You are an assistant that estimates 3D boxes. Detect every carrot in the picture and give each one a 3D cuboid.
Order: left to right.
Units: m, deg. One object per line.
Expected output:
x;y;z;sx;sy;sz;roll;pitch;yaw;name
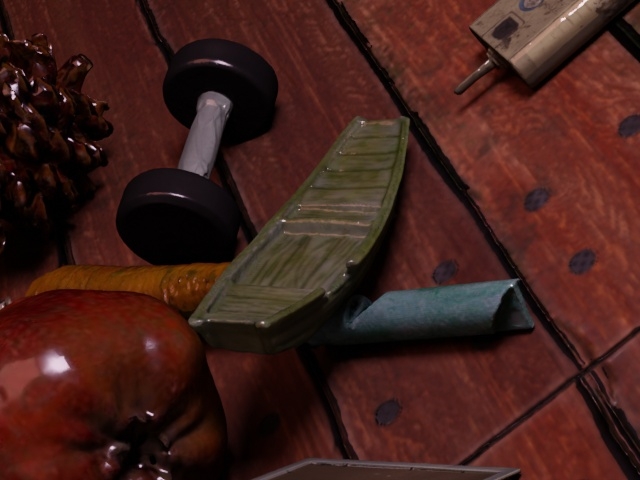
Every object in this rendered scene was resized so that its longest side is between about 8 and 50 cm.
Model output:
-0.117;0.043;1.324;0.314;0.066;0.066;-6;49;40;carrot

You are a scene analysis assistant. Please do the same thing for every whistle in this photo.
0.063;0.051;1.153;0.186;0.039;0.039;-7;49;42;whistle

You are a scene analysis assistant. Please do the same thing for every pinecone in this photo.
-0.293;-0.092;1.539;0.221;0.221;0.221;-27;38;23;pinecone

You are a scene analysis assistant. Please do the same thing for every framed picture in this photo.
0.012;0.160;1.037;0.183;0.011;0.142;-4;6;43;framed picture

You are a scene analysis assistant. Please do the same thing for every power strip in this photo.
0.205;-0.199;1.276;0.268;0.034;0.092;-41;35;4;power strip

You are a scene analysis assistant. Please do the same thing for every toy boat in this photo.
0.000;0.000;1.199;0.093;0.055;0.293;2;32;25;toy boat

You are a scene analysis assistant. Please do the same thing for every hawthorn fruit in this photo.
-0.195;0.124;1.187;0.248;0.208;0.208;13;63;42;hawthorn fruit

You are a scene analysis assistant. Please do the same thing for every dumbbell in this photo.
-0.101;-0.073;1.399;0.100;0.100;0.191;-18;41;33;dumbbell

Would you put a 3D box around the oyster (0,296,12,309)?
-0.288;0.116;1.391;0.191;0.081;0.163;-12;58;48;oyster
